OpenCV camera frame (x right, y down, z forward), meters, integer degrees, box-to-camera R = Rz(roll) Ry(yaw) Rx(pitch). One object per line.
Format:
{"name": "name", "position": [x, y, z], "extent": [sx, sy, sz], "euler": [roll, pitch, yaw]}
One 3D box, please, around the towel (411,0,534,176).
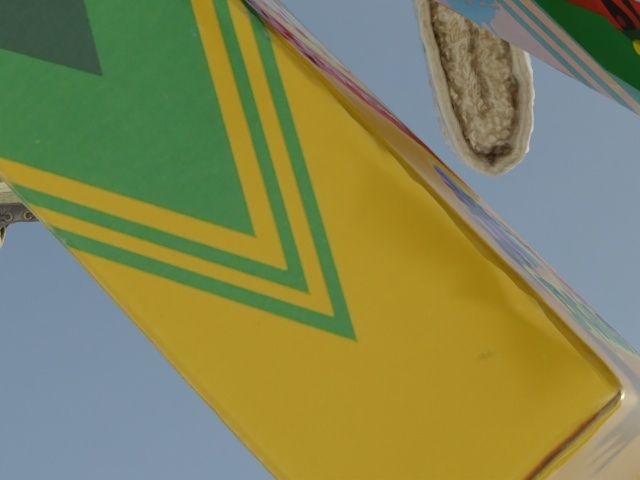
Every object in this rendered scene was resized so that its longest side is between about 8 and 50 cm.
{"name": "towel", "position": [0.049, -0.177, 0.852], "extent": [0.049, 0.187, 0.282], "euler": [-11, -80, 6]}

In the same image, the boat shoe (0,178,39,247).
{"name": "boat shoe", "position": [-0.215, -0.017, 1.283], "extent": [0.152, 0.056, 0.049], "euler": [-14, -86, 3]}

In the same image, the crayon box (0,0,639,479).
{"name": "crayon box", "position": [0.000, 0.000, 0.582], "extent": [0.081, 0.202, 0.318], "euler": [-46, -106, 6]}

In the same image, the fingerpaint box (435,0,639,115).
{"name": "fingerpaint box", "position": [0.239, -0.216, 0.579], "extent": [0.445, 0.371, 0.163], "euler": [-36, -53, -10]}
